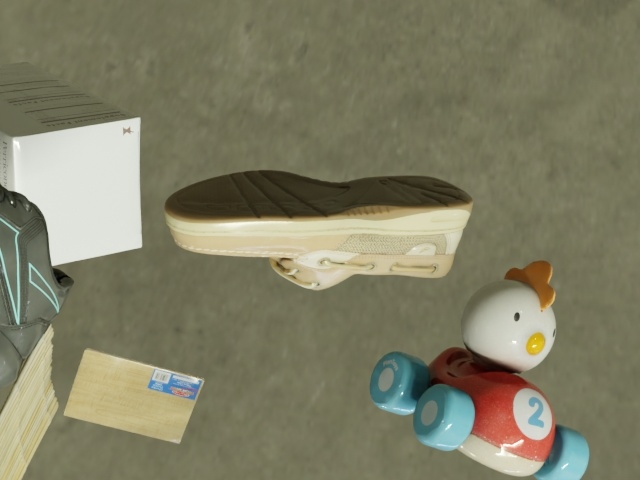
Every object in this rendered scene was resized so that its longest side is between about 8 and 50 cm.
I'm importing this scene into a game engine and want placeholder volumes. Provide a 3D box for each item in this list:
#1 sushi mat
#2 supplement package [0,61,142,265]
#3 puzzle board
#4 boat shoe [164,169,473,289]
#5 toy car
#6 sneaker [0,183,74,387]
[{"bbox_3d":[-0.328,0.242,1.659,0.019,0.316,0.151,13,137,8],"label":"sushi mat"},{"bbox_3d":[-0.290,-0.078,1.607,0.134,0.244,0.139,-12,114,-33],"label":"supplement package"},{"bbox_3d":[-0.195,0.161,1.717,0.128,0.011,0.096,15,125,-11],"label":"puzzle board"},{"bbox_3d":[0.000,0.000,1.694,0.341,0.121,0.110,0,116,-25],"label":"boat shoe"},{"bbox_3d":[0.220,0.136,1.934,0.219,0.210,0.238,21,97,-30],"label":"toy car"},{"bbox_3d":[-0.261,-0.014,1.154,0.101,0.106,0.267,30,155,39],"label":"sneaker"}]
